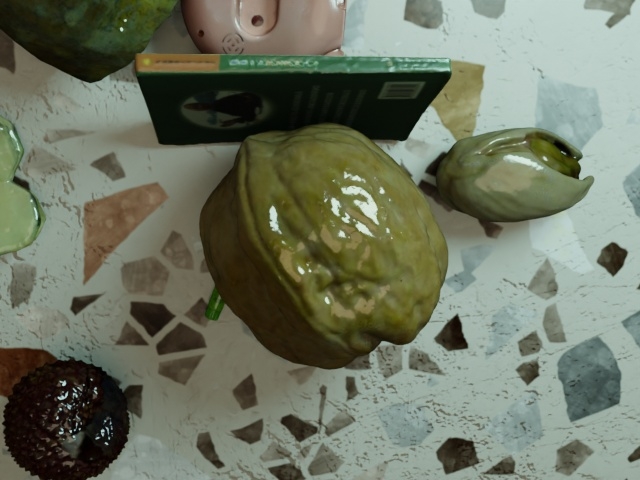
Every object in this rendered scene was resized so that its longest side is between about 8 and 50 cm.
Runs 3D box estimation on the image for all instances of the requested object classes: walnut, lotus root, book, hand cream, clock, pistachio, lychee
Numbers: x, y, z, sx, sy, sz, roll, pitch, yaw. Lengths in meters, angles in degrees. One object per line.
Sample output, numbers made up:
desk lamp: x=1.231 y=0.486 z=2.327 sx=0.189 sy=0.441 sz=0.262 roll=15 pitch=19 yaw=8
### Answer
walnut: x=-0.002 y=0.002 z=1.045 sx=0.306 sy=0.306 sz=0.344 roll=-36 pitch=105 yaw=4
lotus root: x=-0.304 y=-0.345 z=0.915 sx=0.267 sy=0.149 sz=0.260 roll=-44 pitch=144 yaw=13
book: x=-0.041 y=-0.183 z=1.013 sx=0.371 sy=0.260 sz=0.043 roll=-1 pitch=79 yaw=-7
hand cream: x=-0.147 y=0.064 z=1.182 sx=0.036 sy=0.023 sz=0.122 roll=21 pitch=98 yaw=-8
clock: x=-0.078 y=-0.321 z=1.020 sx=0.241 sy=0.142 sz=0.227 roll=5 pitch=99 yaw=2
pistachio: x=0.287 y=-0.093 z=1.136 sx=0.238 sy=0.153 sz=0.137 roll=-7 pitch=66 yaw=-7
lychee: x=-0.378 y=0.268 z=1.136 sx=0.188 sy=0.188 sz=0.188 roll=-2 pitch=105 yaw=-6

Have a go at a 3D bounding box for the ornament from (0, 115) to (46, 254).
ornament: x=-0.500 y=-0.072 z=1.090 sx=0.180 sy=0.059 sz=0.201 roll=-15 pitch=103 yaw=-1
